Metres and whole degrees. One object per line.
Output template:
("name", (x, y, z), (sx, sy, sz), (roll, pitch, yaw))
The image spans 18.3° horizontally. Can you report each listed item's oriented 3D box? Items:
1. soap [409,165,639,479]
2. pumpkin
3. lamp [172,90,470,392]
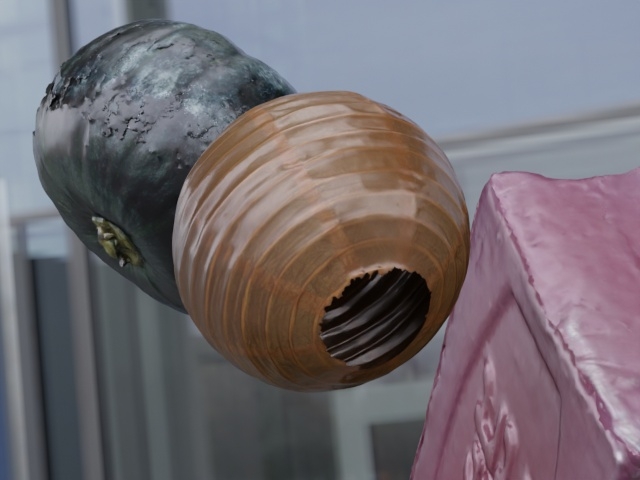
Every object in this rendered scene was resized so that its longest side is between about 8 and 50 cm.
("soap", (0.141, 0.165, 1.055), (0.128, 0.233, 0.359), (-1, -53, -16))
("pumpkin", (-0.094, -0.047, 1.398), (0.233, 0.163, 0.233), (32, -22, 15))
("lamp", (0.000, 0.000, 0.882), (0.136, 0.136, 0.136), (-5, -7, -1))
